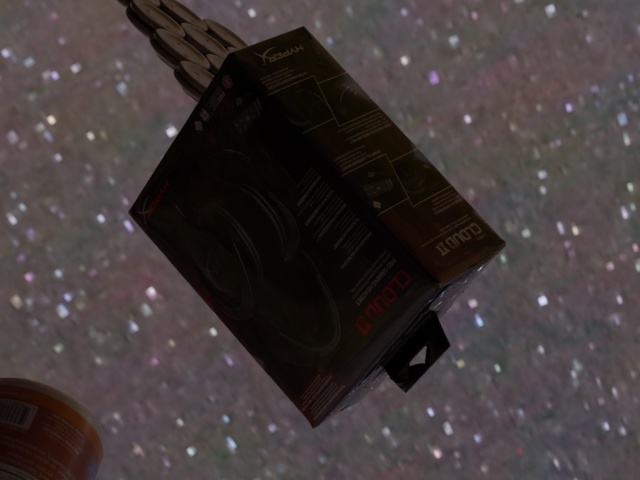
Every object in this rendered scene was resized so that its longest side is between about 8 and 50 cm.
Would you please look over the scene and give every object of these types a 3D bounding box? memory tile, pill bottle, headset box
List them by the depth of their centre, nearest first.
[{"bbox_3d":[0.000,0.000,0.390,0.083,0.062,0.032,49,-138,12],"label":"headset box"},{"bbox_3d":[-0.061,-0.101,0.912,0.012,0.113,0.148,-54,-137,15],"label":"memory tile"},{"bbox_3d":[-0.251,0.219,1.197,0.121,0.121,0.216,-3,-137,22],"label":"pill bottle"}]
